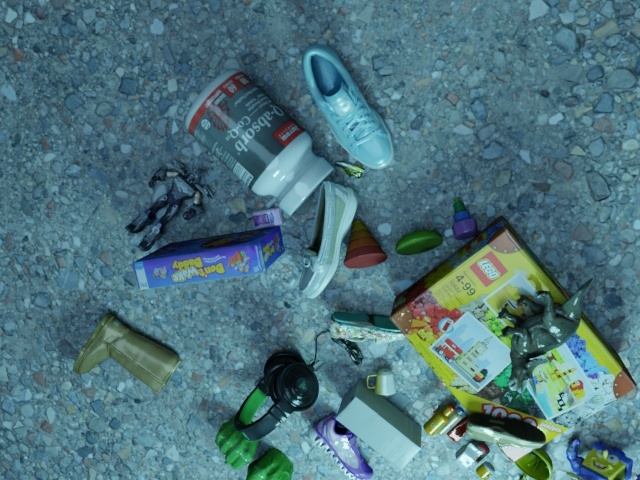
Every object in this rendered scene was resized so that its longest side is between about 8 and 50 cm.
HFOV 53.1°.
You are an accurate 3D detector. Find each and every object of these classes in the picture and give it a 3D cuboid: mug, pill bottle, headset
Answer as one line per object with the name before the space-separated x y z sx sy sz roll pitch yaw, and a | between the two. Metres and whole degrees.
mug | 0.177 0.400 1.819 0.078 0.062 0.064 -4 95 -22
pill bottle | -0.154 -0.249 1.656 0.363 0.210 0.210 42 107 -1
headset | -0.065 0.410 1.794 0.394 0.243 0.185 -46 103 -8

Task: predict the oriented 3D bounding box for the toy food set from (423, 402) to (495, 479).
toy food set | 0.408 0.546 1.782 0.232 0.111 0.104 41 107 3

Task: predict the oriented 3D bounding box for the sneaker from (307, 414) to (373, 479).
sneaker | 0.076 0.604 1.876 0.236 0.095 0.104 44 99 0

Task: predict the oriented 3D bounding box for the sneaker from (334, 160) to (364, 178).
sneaker | 0.075 -0.189 1.718 0.083 0.031 0.035 19 106 6

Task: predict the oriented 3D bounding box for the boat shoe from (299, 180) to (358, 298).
boat shoe | 0.001 0.000 1.718 0.103 0.118 0.320 16 103 -22

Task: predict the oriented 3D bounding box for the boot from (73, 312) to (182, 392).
boot | -0.595 0.381 1.955 0.269 0.089 0.236 34 107 0

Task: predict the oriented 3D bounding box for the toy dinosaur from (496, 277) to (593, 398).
toy dinosaur | 0.520 0.202 1.493 0.160 0.121 0.313 38 103 -12

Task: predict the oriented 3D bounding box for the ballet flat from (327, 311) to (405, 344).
ballet flat | 0.137 0.248 1.777 0.241 0.091 0.077 9 116 2

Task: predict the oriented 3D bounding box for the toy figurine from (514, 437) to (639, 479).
toy figurine | 0.733 0.637 1.736 0.362 0.217 0.191 19 130 51

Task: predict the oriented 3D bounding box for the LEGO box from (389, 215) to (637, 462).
LEGO box | 0.483 0.252 1.656 0.372 0.193 0.500 -40 93 17

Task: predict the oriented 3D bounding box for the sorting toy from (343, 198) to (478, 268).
sorting toy | 0.227 -0.031 1.707 0.365 0.127 0.126 -16 70 11

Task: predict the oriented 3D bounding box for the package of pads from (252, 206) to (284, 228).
package of pads | -0.145 -0.064 1.790 0.083 0.032 0.050 -10 98 13

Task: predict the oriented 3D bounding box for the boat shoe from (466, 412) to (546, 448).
boat shoe | 0.458 0.484 1.590 0.190 0.068 0.072 12 119 19

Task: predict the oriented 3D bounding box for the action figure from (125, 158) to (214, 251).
action figure | -0.424 -0.104 1.804 0.185 0.099 0.285 45 103 8

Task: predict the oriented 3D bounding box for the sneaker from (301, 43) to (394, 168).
sneaker | 0.058 -0.331 1.626 0.135 0.150 0.366 -35 94 17

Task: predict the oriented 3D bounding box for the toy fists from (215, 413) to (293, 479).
toy fists | -0.200 0.655 1.912 0.096 0.142 0.279 -42 92 17

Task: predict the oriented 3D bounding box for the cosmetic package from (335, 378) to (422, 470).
cosmetic package | 0.168 0.519 1.817 0.238 0.127 0.107 36 106 3

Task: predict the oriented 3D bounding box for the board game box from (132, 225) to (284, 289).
board game box | -0.295 0.045 1.741 0.347 0.233 0.078 -8 101 13
